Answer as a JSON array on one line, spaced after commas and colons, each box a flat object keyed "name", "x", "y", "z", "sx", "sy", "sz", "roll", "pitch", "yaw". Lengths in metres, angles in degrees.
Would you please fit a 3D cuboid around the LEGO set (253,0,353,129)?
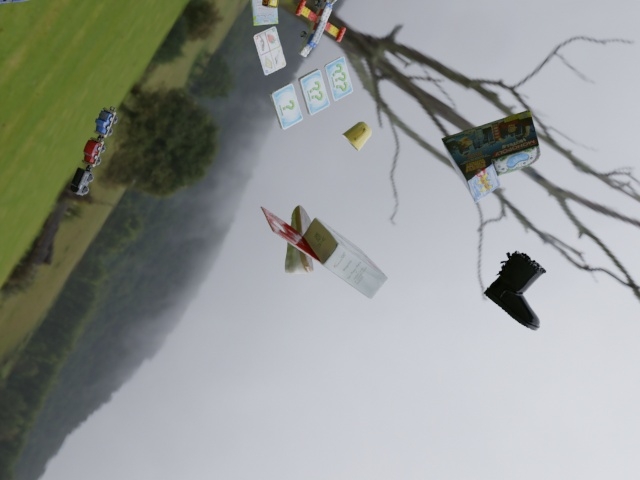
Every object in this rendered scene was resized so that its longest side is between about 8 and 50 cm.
[{"name": "LEGO set", "x": -0.023, "y": -0.346, "z": 1.420, "sx": 0.183, "sy": 0.244, "sz": 0.060, "roll": -32, "pitch": -147, "yaw": -25}]

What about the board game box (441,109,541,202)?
[{"name": "board game box", "x": 0.348, "y": -0.166, "z": 1.574, "sx": 0.194, "sy": 0.060, "sz": 0.194, "roll": -16, "pitch": -145, "yaw": 19}]

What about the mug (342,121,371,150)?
[{"name": "mug", "x": 0.105, "y": -0.275, "z": 2.041, "sx": 0.064, "sy": 0.062, "sz": 0.078, "roll": -44, "pitch": -136, "yaw": 2}]

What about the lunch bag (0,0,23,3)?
[{"name": "lunch bag", "x": -0.606, "y": -0.508, "z": 1.546, "sx": 0.099, "sy": 0.065, "sz": 0.067, "roll": -19, "pitch": -168, "yaw": -20}]

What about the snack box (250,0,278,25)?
[{"name": "snack box", "x": -0.150, "y": -0.678, "z": 1.965, "sx": 0.174, "sy": 0.070, "sz": 0.207, "roll": -99, "pitch": -175, "yaw": -49}]

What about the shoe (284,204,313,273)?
[{"name": "shoe", "x": -0.054, "y": -0.003, "z": 1.783, "sx": 0.058, "sy": 0.076, "sz": 0.219, "roll": -22, "pitch": -143, "yaw": 15}]

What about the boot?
[{"name": "boot", "x": 0.351, "y": 0.084, "z": 1.339, "sx": 0.099, "sy": 0.121, "sz": 0.045, "roll": -57, "pitch": 160, "yaw": 18}]

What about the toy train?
[{"name": "toy train", "x": -0.378, "y": -0.150, "z": 1.292, "sx": 0.158, "sy": 0.027, "sz": 0.036, "roll": -67, "pitch": 163, "yaw": 3}]

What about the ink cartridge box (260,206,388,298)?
[{"name": "ink cartridge box", "x": 0.000, "y": 0.000, "z": 1.590, "sx": 0.060, "sy": 0.239, "sz": 0.275, "roll": -53, "pitch": -165, "yaw": 4}]
